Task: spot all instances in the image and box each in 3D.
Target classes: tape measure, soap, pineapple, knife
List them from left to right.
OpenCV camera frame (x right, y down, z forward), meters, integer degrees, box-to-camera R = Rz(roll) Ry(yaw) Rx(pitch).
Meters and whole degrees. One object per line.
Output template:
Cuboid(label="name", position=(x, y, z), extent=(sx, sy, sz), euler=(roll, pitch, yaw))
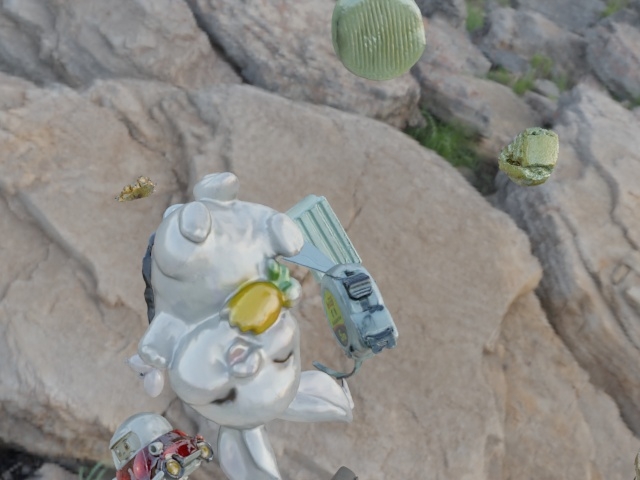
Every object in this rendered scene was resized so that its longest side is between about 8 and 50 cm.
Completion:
Cuboid(label="pineapple", position=(-0.278, -0.079, 1.255), extent=(0.019, 0.045, 0.083), euler=(46, 20, 8))
Cuboid(label="knife", position=(-0.122, -0.003, 1.479), extent=(0.331, 0.044, 0.080), euler=(14, 47, 1))
Cuboid(label="soap", position=(0.000, 0.000, 1.890), extent=(0.114, 0.198, 0.063), euler=(-36, 27, -13))
Cuboid(label="tape measure", position=(0.043, 0.134, 1.315), extent=(0.084, 0.330, 0.164), euler=(-12, 78, -13))

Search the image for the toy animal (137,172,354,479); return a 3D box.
Cuboid(label="toy animal", position=(-0.086, 0.100, 0.886), extent=(0.208, 0.325, 0.154), euler=(-39, 25, -27))

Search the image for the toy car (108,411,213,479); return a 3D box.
Cuboid(label="toy car", position=(-0.223, 0.282, 1.091), extent=(0.112, 0.112, 0.139), euler=(51, 27, 12))

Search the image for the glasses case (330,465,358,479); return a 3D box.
Cuboid(label="glasses case", position=(0.009, 0.296, 0.893), extent=(0.042, 0.072, 0.190), euler=(24, -3, 10))

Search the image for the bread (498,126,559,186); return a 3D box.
Cuboid(label="bread", position=(0.459, -0.164, 1.801), extent=(0.103, 0.156, 0.110), euler=(8, 62, -9))

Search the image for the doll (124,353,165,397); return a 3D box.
Cuboid(label="doll", position=(-0.272, 0.222, 1.512), extent=(0.161, 0.160, 0.059), euler=(27, 16, -18))

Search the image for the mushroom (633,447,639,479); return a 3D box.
Cuboid(label="mushroom", position=(0.544, 0.444, 1.351), extent=(0.072, 0.209, 0.094), euler=(7, 24, 15))

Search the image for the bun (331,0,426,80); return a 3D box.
Cuboid(label="bun", position=(0.122, -0.454, 1.769), extent=(0.221, 0.221, 0.108), euler=(12, 36, -11))
